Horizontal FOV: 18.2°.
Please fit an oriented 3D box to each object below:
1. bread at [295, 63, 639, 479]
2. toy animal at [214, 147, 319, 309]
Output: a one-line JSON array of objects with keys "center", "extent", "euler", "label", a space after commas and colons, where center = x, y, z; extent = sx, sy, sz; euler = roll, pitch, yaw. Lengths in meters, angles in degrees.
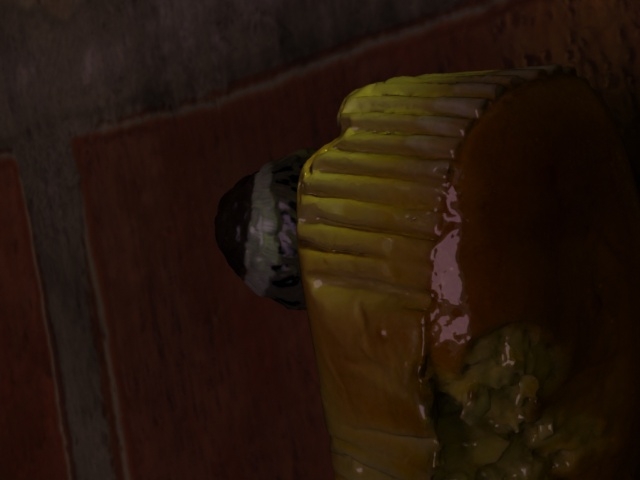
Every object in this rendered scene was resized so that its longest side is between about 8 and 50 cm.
[{"center": [0.085, 0.036, 1.008], "extent": [0.133, 0.179, 0.250], "euler": [6, 100, 43], "label": "bread"}, {"center": [0.000, 0.000, 1.157], "extent": [0.137, 0.098, 0.098], "euler": [26, 114, 43], "label": "toy animal"}]
